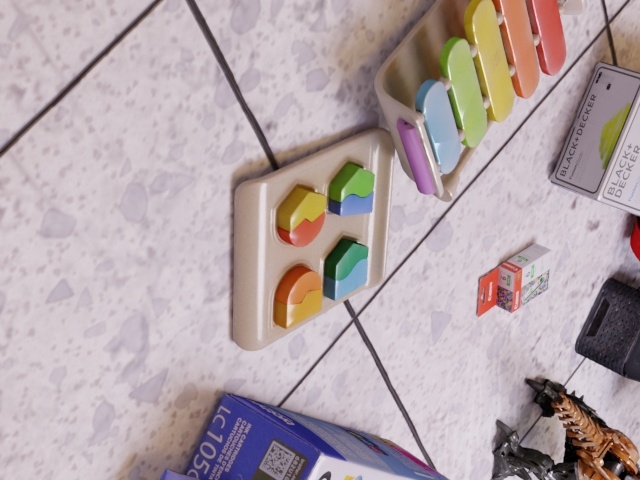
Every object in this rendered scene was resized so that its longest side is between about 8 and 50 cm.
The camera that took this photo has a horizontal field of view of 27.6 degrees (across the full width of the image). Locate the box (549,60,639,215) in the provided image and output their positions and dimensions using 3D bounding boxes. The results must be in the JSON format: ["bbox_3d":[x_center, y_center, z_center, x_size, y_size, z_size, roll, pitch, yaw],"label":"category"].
[{"bbox_3d":[0.446,-0.106,1.689,0.290,0.087,0.169,17,98,-38],"label":"box"}]

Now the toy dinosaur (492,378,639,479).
[{"bbox_3d":[0.367,0.288,1.777,0.164,0.218,0.322,-35,135,-31],"label":"toy dinosaur"}]

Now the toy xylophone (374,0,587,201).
[{"bbox_3d":[0.171,-0.177,1.367,0.322,0.081,0.236,-56,144,-18],"label":"toy xylophone"}]

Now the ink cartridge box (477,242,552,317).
[{"bbox_3d":[0.246,0.055,1.651,0.115,0.029,0.062,-29,132,-37],"label":"ink cartridge box"}]

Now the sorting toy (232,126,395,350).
[{"bbox_3d":[0.000,0.000,1.322,0.208,0.038,0.193,-24,128,-39],"label":"sorting toy"}]

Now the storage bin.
[{"bbox_3d":[0.465,0.138,1.913,0.180,0.084,0.122,20,95,-52],"label":"storage bin"}]

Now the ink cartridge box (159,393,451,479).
[{"bbox_3d":[-0.035,0.328,1.385,0.395,0.151,0.270,27,89,-54],"label":"ink cartridge box"}]

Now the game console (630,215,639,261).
[{"bbox_3d":[0.662,0.044,1.848,0.342,0.386,0.060,-25,145,-38],"label":"game console"}]
